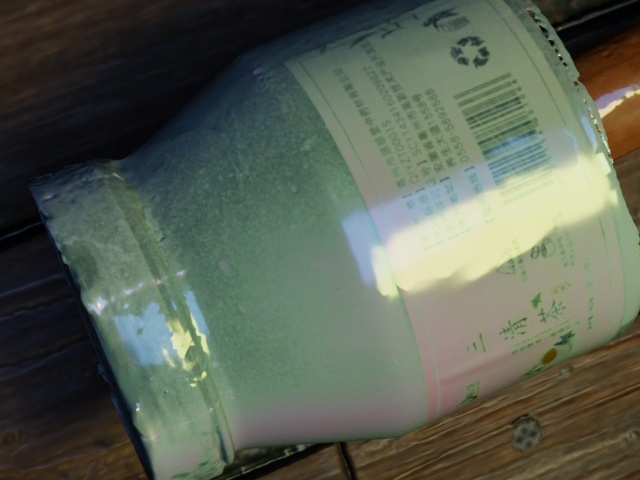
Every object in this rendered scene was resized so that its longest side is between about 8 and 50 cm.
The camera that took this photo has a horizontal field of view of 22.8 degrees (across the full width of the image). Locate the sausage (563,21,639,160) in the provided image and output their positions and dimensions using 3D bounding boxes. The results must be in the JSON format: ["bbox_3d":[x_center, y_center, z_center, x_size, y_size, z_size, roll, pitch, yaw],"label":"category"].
[{"bbox_3d":[0.206,-0.100,1.038,0.197,0.076,0.076,-27,101,-9],"label":"sausage"}]

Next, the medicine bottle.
[{"bbox_3d":[0.000,0.000,0.912,0.290,0.245,0.245,-23,100,-9],"label":"medicine bottle"}]
